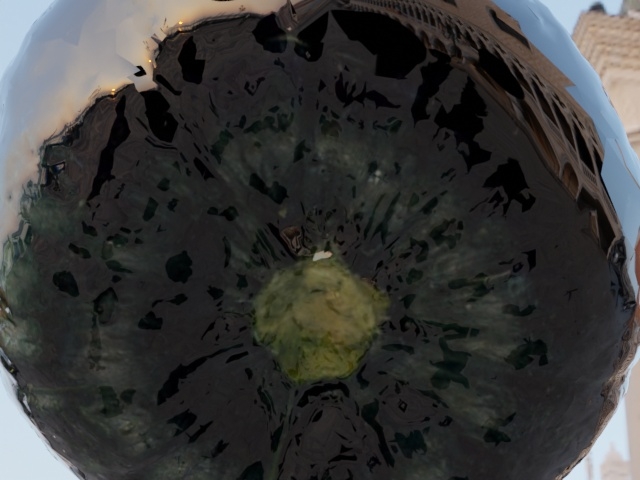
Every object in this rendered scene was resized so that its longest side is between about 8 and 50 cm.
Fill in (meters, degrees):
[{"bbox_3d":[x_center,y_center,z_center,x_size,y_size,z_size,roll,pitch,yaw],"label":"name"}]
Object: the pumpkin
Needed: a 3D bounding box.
[{"bbox_3d":[0.000,0.000,0.450,0.315,0.238,0.315,-2,-77,-8],"label":"pumpkin"}]
